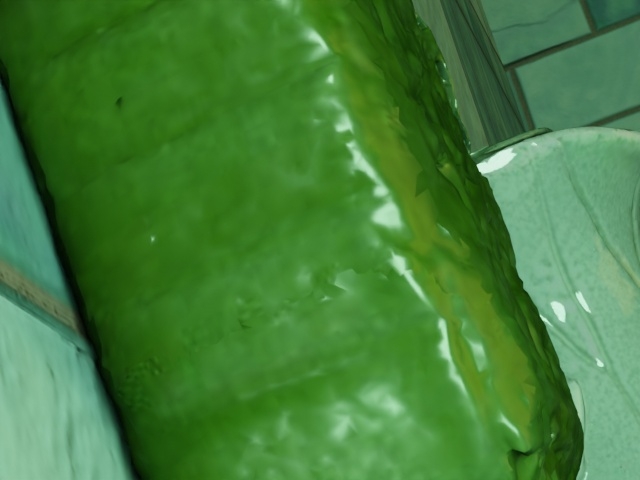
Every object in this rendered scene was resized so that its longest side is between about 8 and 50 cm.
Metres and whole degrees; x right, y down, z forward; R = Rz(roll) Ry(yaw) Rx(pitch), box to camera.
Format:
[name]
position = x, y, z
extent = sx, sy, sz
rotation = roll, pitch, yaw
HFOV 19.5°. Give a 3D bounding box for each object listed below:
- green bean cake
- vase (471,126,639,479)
[green bean cake]
position = 0.000, 0.000, 0.628
extent = 0.222, 0.125, 0.248
rotation = 33, 37, -74
[vase]
position = 0.162, 0.161, 0.909
extent = 0.250, 0.250, 0.445
rotation = 19, 48, -77
